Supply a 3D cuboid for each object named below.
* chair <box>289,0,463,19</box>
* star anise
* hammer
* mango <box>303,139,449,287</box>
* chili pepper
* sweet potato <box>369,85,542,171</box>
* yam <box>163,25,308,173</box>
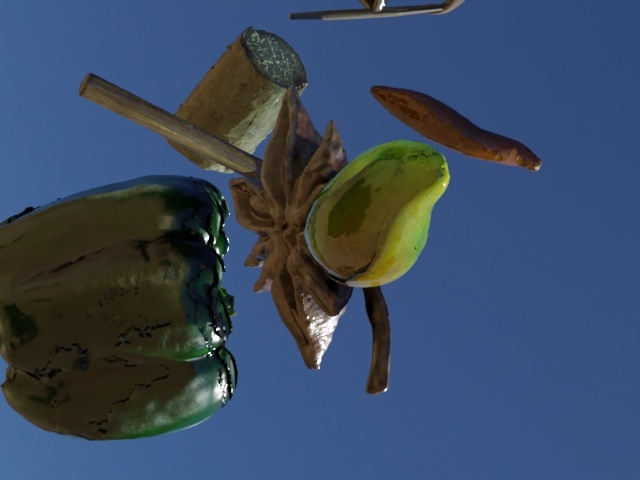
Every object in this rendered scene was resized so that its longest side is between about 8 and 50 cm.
[{"bbox_3d":[0.067,-0.405,2.141,0.166,0.272,0.188,-123,-141,-46],"label":"chair"},{"bbox_3d":[-0.001,-0.001,1.847,0.349,0.109,0.292,42,-46,41],"label":"star anise"},{"bbox_3d":[-0.177,-0.139,2.191,0.111,0.365,0.043,-62,-151,3],"label":"hammer"},{"bbox_3d":[0.060,-0.025,1.616,0.125,0.111,0.233,41,-37,-9],"label":"mango"},{"bbox_3d":[-0.206,0.062,1.557,0.248,0.257,0.233,-105,-173,-54],"label":"chili pepper"},{"bbox_3d":[0.184,-0.150,2.149,0.057,0.265,0.057,-60,-169,19],"label":"sweet potato"},{"bbox_3d":[-0.153,-0.241,2.811,0.268,0.161,0.161,-48,-126,24],"label":"yam"}]
